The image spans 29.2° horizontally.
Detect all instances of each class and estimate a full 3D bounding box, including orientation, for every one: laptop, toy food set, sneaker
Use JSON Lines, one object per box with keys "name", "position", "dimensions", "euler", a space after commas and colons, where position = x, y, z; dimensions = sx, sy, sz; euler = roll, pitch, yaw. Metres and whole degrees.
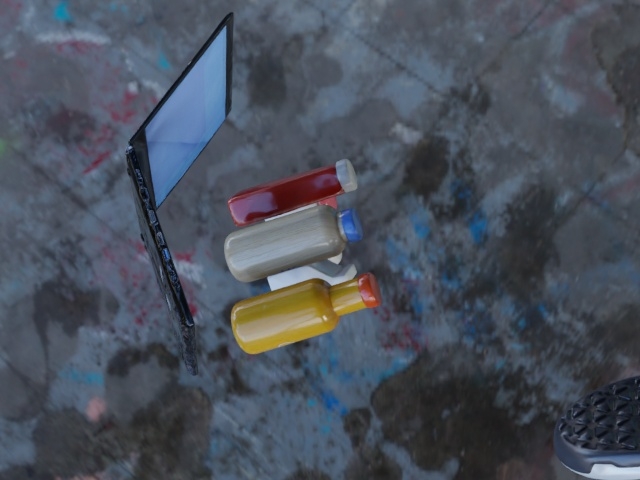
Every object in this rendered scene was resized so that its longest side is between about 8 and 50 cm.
{"name": "laptop", "position": [-0.105, -0.033, 1.165], "dimensions": [0.137, 0.234, 0.264], "euler": [-18, 75, -9]}
{"name": "toy food set", "position": [0.000, 0.000, 0.948], "dimensions": [0.105, 0.232, 0.111], "euler": [-17, 97, 15]}
{"name": "sneaker", "position": [0.267, 0.140, 0.776], "dimensions": [0.235, 0.097, 0.084], "euler": [-6, 28, 3]}
